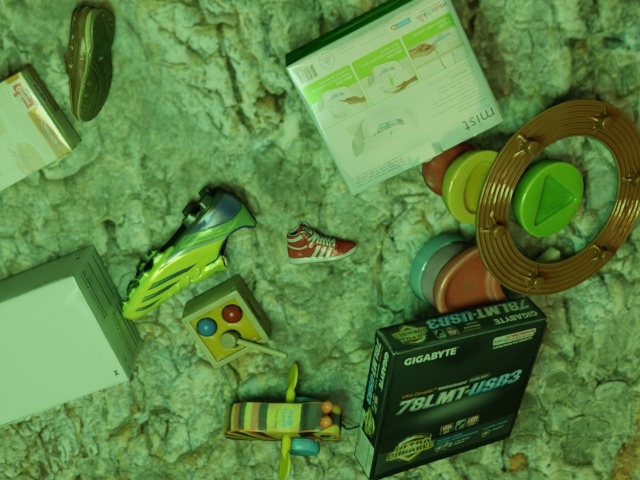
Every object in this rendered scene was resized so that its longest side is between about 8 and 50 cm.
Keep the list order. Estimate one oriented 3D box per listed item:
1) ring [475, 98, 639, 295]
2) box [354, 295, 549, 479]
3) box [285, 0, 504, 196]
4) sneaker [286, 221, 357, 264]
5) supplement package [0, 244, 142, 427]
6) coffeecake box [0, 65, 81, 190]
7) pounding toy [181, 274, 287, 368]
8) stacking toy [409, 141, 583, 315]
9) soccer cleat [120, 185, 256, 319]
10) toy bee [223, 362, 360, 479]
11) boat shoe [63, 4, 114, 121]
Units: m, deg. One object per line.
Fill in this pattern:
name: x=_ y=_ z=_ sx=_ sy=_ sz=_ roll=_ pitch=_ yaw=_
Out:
ring: x=0.398 y=-0.060 z=1.422 sx=0.336 sy=0.032 sz=0.337 roll=-10 pitch=115 yaw=-21
box: x=0.214 y=0.248 z=1.484 sx=0.295 sy=0.073 sz=0.293 roll=-10 pitch=130 yaw=-24
box: x=0.112 y=-0.234 z=1.359 sx=0.262 sy=0.127 sz=0.231 roll=-27 pitch=110 yaw=8
sneaker: x=0.000 y=0.000 z=1.489 sx=0.118 sy=0.042 sz=0.067 roll=-9 pitch=114 yaw=4
supplement package: x=-0.468 y=0.161 z=1.479 sx=0.261 sy=0.145 sz=0.204 roll=-21 pitch=110 yaw=5
coffeecake box: x=-0.499 y=-0.166 z=1.395 sx=0.185 sy=0.068 sz=0.142 roll=-27 pitch=109 yaw=8
pounding toy: x=-0.144 y=0.152 z=1.510 sx=0.130 sy=0.100 sz=0.141 roll=-28 pitch=109 yaw=9
stacking toy: x=0.279 y=-0.027 z=1.482 sx=0.279 sy=0.130 sz=0.309 roll=-7 pitch=116 yaw=-27
soccer cleat: x=-0.222 y=0.040 z=1.471 sx=0.121 sy=0.093 sz=0.289 roll=37 pitch=106 yaw=-20
toy bee: x=-0.025 y=0.304 z=1.541 sx=0.298 sy=0.162 sz=0.195 roll=-16 pitch=66 yaw=-6
boat shoe: x=-0.363 y=-0.275 z=1.368 sx=0.060 sy=0.064 sz=0.178 roll=20 pitch=110 yaw=23
